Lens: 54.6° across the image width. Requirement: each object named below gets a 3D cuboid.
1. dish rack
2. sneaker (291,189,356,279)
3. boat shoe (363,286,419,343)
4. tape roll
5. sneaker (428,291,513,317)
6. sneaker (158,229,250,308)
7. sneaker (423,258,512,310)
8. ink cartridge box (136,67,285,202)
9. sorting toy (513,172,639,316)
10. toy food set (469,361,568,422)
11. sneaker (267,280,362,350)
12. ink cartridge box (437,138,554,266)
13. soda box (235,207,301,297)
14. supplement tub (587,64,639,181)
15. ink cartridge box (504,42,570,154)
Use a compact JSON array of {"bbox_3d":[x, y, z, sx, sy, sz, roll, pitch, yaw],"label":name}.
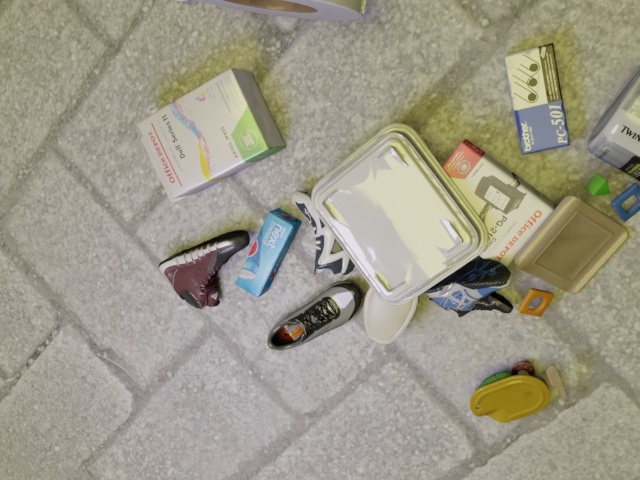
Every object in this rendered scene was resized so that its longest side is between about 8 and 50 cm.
[{"bbox_3d":[0.153,-0.045,1.302,0.285,0.072,0.333,-37,87,21],"label":"dish rack"},{"bbox_3d":[0.000,0.000,1.450,0.235,0.094,0.153,35,101,-2],"label":"sneaker"},{"bbox_3d":[0.179,0.077,1.407,0.117,0.097,0.324,15,106,15],"label":"boat shoe"},{"bbox_3d":[-0.101,-0.500,1.223,0.392,0.392,0.072,11,104,16],"label":"tape roll"},{"bbox_3d":[0.338,0.139,1.395,0.170,0.051,0.089,31,109,15],"label":"sneaker"},{"bbox_3d":[-0.265,0.082,1.561,0.281,0.106,0.162,-19,100,31],"label":"sneaker"},{"bbox_3d":[0.319,0.099,1.310,0.081,0.080,0.211,50,145,-17],"label":"sneaker"},{"bbox_3d":[-0.289,-0.235,1.482,0.353,0.119,0.207,-24,93,21],"label":"ink cartridge box"},{"bbox_3d":[0.512,0.009,1.282,0.196,0.047,0.347,24,112,-28],"label":"sorting toy"},{"bbox_3d":[0.440,0.332,1.397,0.218,0.071,0.128,-26,116,23],"label":"toy food set"},{"bbox_3d":[-0.014,0.193,1.490,0.271,0.108,0.100,-34,88,20],"label":"sneaker"},{"bbox_3d":[0.348,-0.076,1.317,0.237,0.100,0.172,38,111,7],"label":"ink cartridge box"},{"bbox_3d":[-0.128,0.031,1.514,0.071,0.067,0.210,30,108,10],"label":"soda box"},{"bbox_3d":[0.691,-0.170,1.129,0.338,0.207,0.207,33,109,10],"label":"supplement tub"},{"bbox_3d":[0.444,-0.287,1.271,0.097,0.046,0.207,-10,98,21],"label":"ink cartridge box"}]
